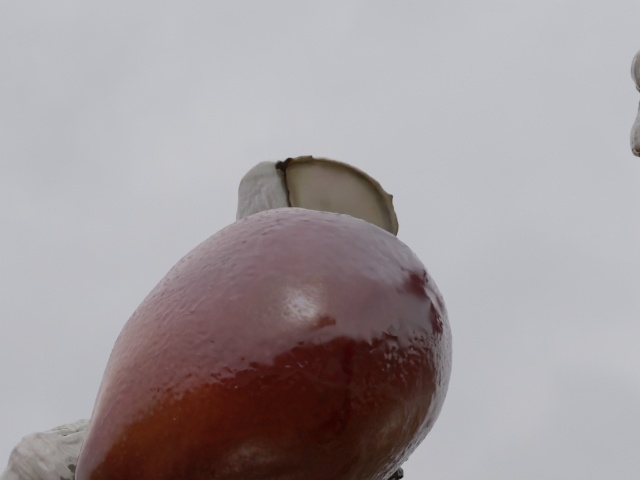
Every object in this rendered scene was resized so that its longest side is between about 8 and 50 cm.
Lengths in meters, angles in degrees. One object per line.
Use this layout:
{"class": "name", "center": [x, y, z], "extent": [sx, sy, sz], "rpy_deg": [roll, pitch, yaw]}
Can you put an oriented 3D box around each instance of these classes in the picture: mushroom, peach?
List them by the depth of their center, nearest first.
{"class": "peach", "center": [-0.046, 0.093, 1.577], "extent": [0.362, 0.258, 0.201], "rpy_deg": [-26, -34, -40]}
{"class": "mushroom", "center": [-0.004, -0.006, 2.582], "extent": [0.162, 0.236, 0.173], "rpy_deg": [-13, 8, -25]}

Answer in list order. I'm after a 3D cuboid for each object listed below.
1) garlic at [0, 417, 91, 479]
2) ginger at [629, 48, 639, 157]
{"class": "garlic", "center": [-0.171, 0.261, 1.665], "extent": [0.219, 0.212, 0.218], "rpy_deg": [-10, -70, -28]}
{"class": "ginger", "center": [0.342, -0.157, 1.866], "extent": [0.074, 0.213, 0.137], "rpy_deg": [31, -60, -7]}
